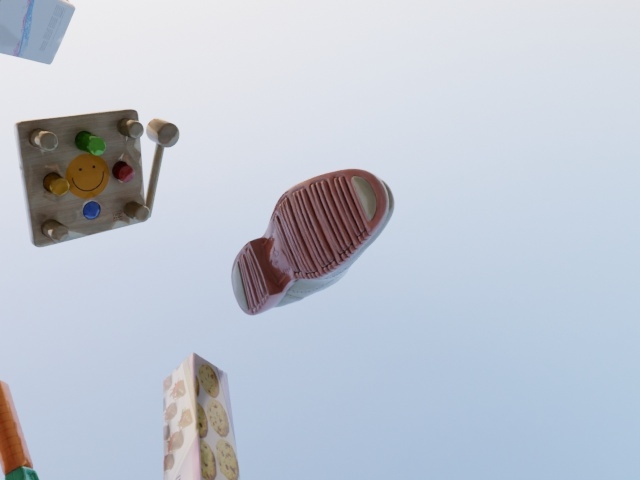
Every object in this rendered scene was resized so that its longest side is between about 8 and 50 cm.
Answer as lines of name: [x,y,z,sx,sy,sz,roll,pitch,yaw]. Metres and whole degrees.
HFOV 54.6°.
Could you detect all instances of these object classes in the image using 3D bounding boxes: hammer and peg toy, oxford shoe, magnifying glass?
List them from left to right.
magnifying glass: [-0.256,0.225,0.543,0.026,0.092,0.231,-30,-117,-10]
hammer and peg toy: [-0.442,-0.139,1.309,0.127,0.266,0.361,20,-153,40]
oxford shoe: [0.000,0.000,0.969,0.146,0.397,0.141,-8,-106,-37]

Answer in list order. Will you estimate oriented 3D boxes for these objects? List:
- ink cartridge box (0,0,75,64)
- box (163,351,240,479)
ink cartridge box: [-0.330,-0.230,0.572,0.127,0.072,0.175,27,-171,-1]
box: [-0.131,0.260,0.687,0.067,0.063,0.324,39,-165,-29]
